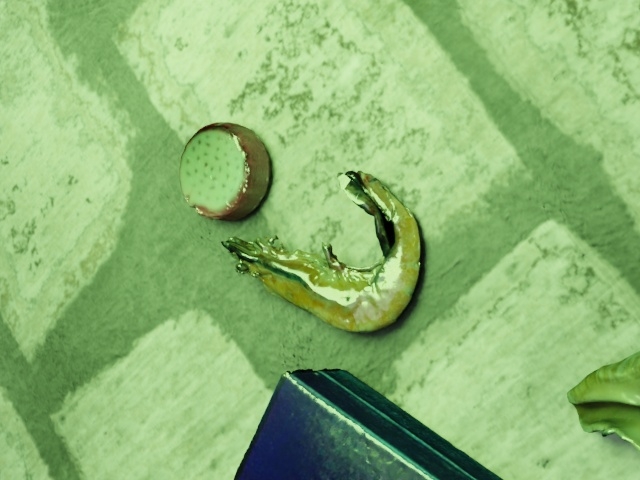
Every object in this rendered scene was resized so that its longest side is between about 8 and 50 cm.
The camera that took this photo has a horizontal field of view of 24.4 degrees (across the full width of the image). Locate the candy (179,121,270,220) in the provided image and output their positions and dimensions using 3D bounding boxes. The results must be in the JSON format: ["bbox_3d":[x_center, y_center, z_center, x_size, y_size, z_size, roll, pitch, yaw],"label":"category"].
[{"bbox_3d":[-0.099,-0.071,1.518,0.103,0.043,0.103,-3,85,34],"label":"candy"}]

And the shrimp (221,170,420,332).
[{"bbox_3d":[0.000,0.000,1.441,0.219,0.046,0.152,18,98,30],"label":"shrimp"}]

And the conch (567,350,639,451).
[{"bbox_3d":[0.347,0.100,1.142,0.386,0.170,0.203,125,153,-58],"label":"conch"}]

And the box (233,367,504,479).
[{"bbox_3d":[0.039,0.298,1.360,0.279,0.116,0.261,33,105,30],"label":"box"}]
